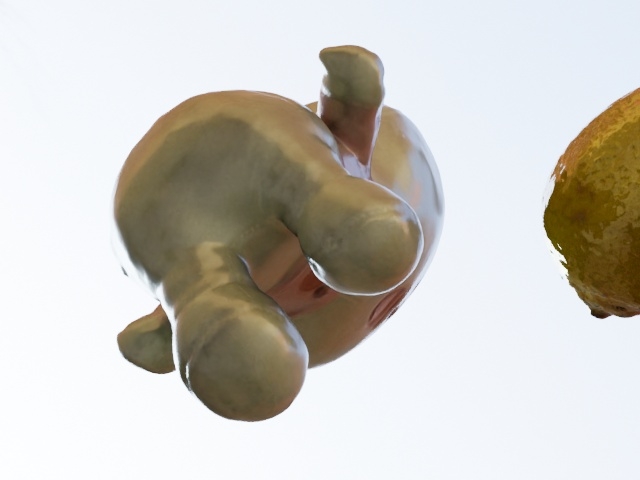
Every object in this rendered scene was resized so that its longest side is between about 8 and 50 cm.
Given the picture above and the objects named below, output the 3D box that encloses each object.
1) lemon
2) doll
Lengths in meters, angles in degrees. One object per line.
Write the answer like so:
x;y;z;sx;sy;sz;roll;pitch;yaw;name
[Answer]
0.134;-0.019;0.531;0.082;0.082;0.111;44;-63;8;lemon
-0.011;-0.008;0.586;0.113;0.275;0.155;39;-82;6;doll
